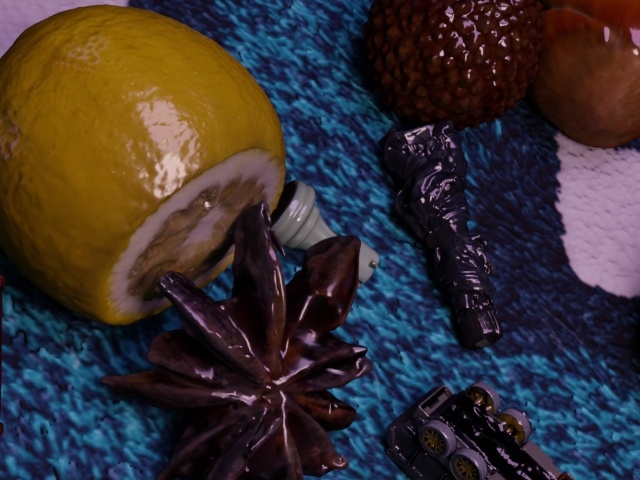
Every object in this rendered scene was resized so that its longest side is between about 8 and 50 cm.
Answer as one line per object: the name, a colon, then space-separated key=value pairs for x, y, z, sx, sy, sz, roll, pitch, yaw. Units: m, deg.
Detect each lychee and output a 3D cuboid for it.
lychee: x=0.132 y=-0.202 z=1.644 sx=0.188 sy=0.188 sz=0.188 roll=16 pitch=53 yaw=-22

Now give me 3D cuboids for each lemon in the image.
lemon: x=-0.161 y=-0.072 z=1.343 sx=0.240 sy=0.240 sz=0.219 roll=-27 pitch=66 yaw=-41

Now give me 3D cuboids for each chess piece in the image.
chess piece: x=0.000 y=0.000 z=1.507 sx=0.103 sy=0.067 sz=0.067 roll=36 pitch=47 yaw=-17

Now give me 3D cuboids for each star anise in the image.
star anise: x=-0.050 y=0.107 z=1.337 sx=0.212 sy=0.129 sz=0.282 roll=-14 pitch=109 yaw=-27

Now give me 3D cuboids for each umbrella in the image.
umbrella: x=0.116 y=-0.008 z=1.579 sx=0.080 sy=0.071 sz=0.224 roll=-13 pitch=70 yaw=-7

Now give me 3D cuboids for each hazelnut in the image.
hazelnut: x=0.293 y=-0.189 z=1.730 sx=0.182 sy=0.182 sz=0.182 roll=16 pitch=53 yaw=-22

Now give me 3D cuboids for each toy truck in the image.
toy truck: x=0.146 y=0.202 z=1.439 sx=0.192 sy=0.092 sz=0.083 roll=44 pitch=46 yaw=12

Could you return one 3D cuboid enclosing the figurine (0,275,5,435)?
figurine: x=-0.281 y=0.073 z=1.254 sx=0.082 sy=0.098 sz=0.154 roll=3 pitch=78 yaw=-27
